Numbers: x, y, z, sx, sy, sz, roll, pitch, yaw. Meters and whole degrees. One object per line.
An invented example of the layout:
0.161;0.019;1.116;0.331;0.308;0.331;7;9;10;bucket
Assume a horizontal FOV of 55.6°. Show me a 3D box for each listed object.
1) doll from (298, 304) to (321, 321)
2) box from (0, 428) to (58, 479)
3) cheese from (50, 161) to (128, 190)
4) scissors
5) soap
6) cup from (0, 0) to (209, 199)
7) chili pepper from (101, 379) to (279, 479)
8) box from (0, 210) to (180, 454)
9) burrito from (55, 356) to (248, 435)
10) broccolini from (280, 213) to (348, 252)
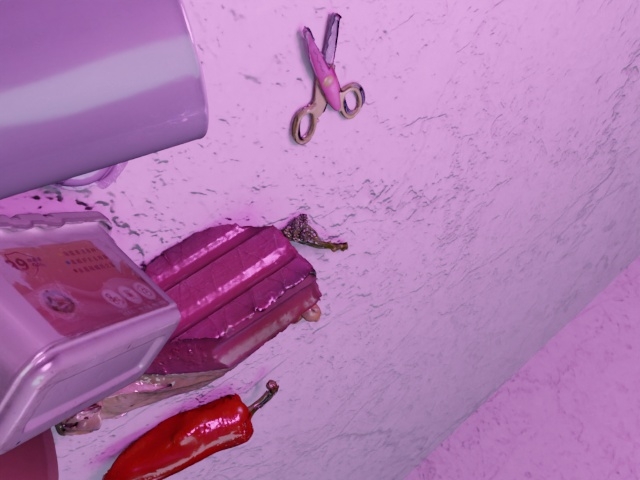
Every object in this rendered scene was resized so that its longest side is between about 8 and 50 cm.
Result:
-0.046;0.148;1.174;0.093;0.051;0.061;-34;151;-9;doll
-0.489;0.298;0.707;0.301;0.301;0.216;-44;141;3;box
-0.295;-0.117;0.657;0.105;0.042;0.191;-48;137;3;cheese
0.009;-0.227;0.853;0.133;0.020;0.187;-33;146;-18;scissors
-0.163;0.090;0.890;0.289;0.182;0.112;-33;144;-19;soap
-0.272;-0.140;0.506;0.312;0.205;0.205;-22;141;-19;cup
-0.248;0.386;1.188;0.387;0.110;0.110;-19;139;-27;chili pepper
-0.298;0.090;0.657;0.175;0.182;0.312;-53;172;13;box
-0.265;0.212;0.980;0.347;0.107;0.175;-22;171;-19;burrito
0.003;0.005;1.069;0.054;0.052;0.194;-46;146;13;broccolini
